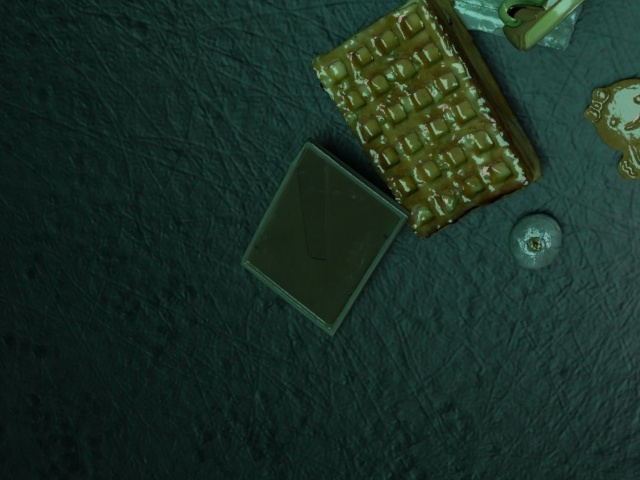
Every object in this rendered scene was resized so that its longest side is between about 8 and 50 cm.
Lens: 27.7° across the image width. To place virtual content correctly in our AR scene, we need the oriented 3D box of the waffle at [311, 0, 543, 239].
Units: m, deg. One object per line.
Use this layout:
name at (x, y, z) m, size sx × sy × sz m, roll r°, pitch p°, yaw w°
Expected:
waffle at (0.151, -0.172, 1.816) m, size 0.212 × 0.091 × 0.308 m, roll -28°, pitch 95°, yaw 32°

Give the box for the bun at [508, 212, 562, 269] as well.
bun at (0.307, 0.001, 1.854) m, size 0.083 × 0.045 × 0.083 m, roll 2°, pitch 104°, yaw 10°

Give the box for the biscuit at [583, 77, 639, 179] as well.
biscuit at (0.456, -0.148, 1.788) m, size 0.133 × 0.027 × 0.184 m, roll -31°, pitch 93°, yaw 21°

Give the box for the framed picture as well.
framed picture at (0.000, 0.000, 1.905) m, size 0.189 × 0.023 × 0.260 m, roll 37°, pitch 125°, yaw 11°

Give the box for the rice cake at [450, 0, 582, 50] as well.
rice cake at (0.255, -0.338, 1.791) m, size 0.211 × 0.038 × 0.124 m, roll 21°, pitch 107°, yaw 11°

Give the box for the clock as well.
clock at (0.295, -0.315, 1.640) m, size 0.170 × 0.232 × 0.069 m, roll -42°, pitch 88°, yaw 19°
